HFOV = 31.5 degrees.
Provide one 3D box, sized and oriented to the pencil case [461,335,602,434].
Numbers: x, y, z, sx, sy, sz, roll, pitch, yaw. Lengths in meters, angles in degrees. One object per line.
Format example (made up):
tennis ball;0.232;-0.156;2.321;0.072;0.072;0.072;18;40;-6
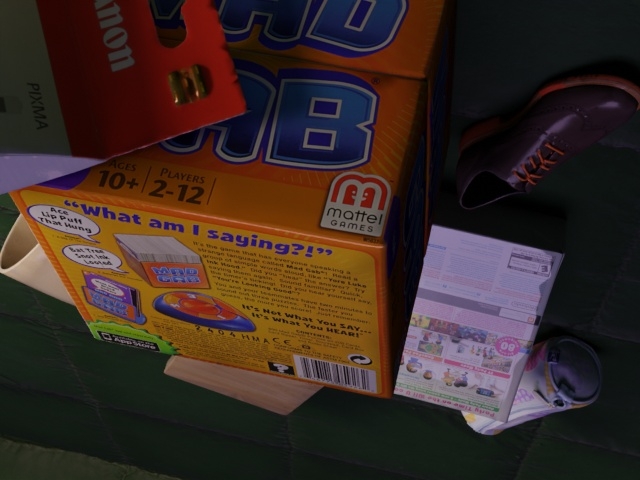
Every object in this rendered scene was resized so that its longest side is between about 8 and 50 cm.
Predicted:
pencil case;0.345;0.246;1.882;0.113;0.124;0.273;25;152;-18

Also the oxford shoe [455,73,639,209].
oxford shoe;0.257;-0.104;1.291;0.097;0.098;0.271;27;151;-22

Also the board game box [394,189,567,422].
board game box;0.190;0.090;1.563;0.224;0.097;0.303;14;124;4

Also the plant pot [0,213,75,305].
plant pot;-0.255;0.010;1.568;0.274;0.256;0.256;37;147;-23

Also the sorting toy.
sorting toy;-0.135;0.217;2.114;0.257;0.089;0.255;21;153;-11

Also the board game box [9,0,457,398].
board game box;-0.062;-0.090;1.201;0.356;0.356;0.356;11;153;10

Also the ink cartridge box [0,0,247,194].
ink cartridge box;-0.291;-0.198;1.012;0.385;0.308;0.091;-17;156;-1
